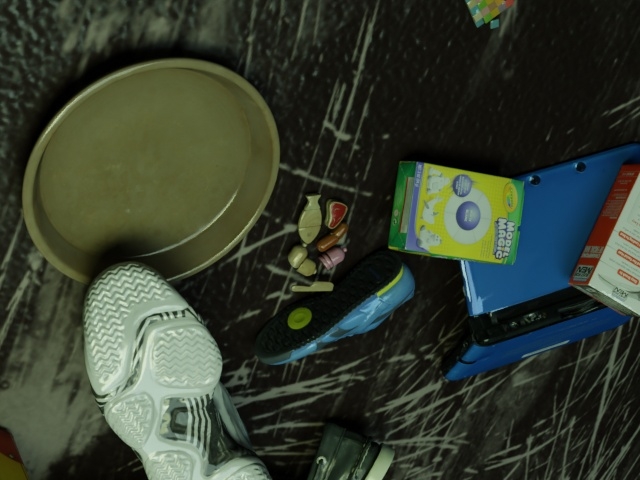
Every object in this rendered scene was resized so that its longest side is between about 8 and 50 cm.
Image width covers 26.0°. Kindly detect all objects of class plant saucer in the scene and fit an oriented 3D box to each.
[{"bbox_3d":[-0.175,-0.071,1.426,0.277,0.041,0.278,-16,130,-20],"label":"plant saucer"}]

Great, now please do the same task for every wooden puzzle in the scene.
[{"bbox_3d":[0.183,-0.264,1.508,0.049,0.006,0.083,-36,134,-1],"label":"wooden puzzle"}]

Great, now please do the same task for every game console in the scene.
[{"bbox_3d":[0.286,0.032,1.779,0.293,0.173,0.250,-15,161,-19],"label":"game console"}]

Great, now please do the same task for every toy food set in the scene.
[{"bbox_3d":[0.000,0.000,1.596,0.078,0.019,0.122,1,115,-31],"label":"toy food set"}]

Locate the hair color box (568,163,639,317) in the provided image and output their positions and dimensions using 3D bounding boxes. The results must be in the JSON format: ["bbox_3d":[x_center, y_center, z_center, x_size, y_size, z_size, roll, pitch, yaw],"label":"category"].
[{"bbox_3d":[0.384,0.000,1.701,0.093,0.053,0.167,29,80,-18],"label":"hair color box"}]

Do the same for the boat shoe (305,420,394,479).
[{"bbox_3d":[-0.043,0.376,1.797,0.113,0.127,0.340,35,108,-2],"label":"boat shoe"}]

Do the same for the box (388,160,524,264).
[{"bbox_3d":[0.169,-0.029,1.617,0.179,0.043,0.105,7,90,-32],"label":"box"}]

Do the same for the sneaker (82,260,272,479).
[{"bbox_3d":[-0.169,0.175,1.534,0.137,0.210,0.366,-27,109,-10],"label":"sneaker"}]

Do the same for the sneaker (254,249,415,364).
[{"bbox_3d":[0.022,0.097,1.647,0.209,0.069,0.082,-32,137,-5],"label":"sneaker"}]

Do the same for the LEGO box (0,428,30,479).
[{"bbox_3d":[-0.418,0.346,1.285,0.193,0.500,0.372,-49,132,10],"label":"LEGO box"}]
